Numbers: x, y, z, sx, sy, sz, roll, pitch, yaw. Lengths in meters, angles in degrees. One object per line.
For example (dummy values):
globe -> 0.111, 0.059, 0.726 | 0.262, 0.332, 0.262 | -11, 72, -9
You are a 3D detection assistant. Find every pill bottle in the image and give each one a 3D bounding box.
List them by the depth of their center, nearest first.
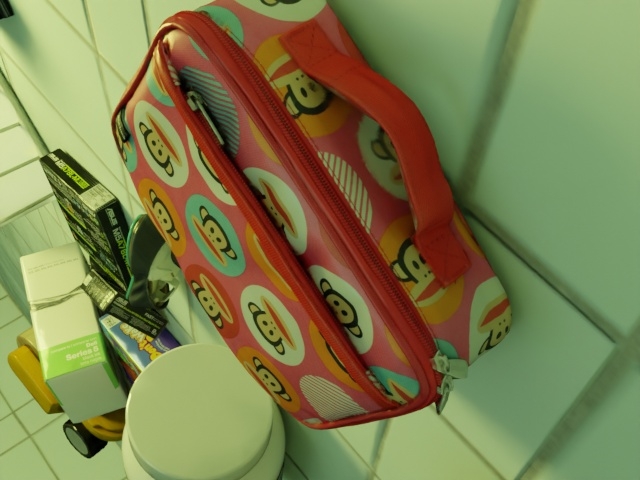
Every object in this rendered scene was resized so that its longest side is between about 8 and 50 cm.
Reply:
pill bottle -> -0.153, 0.292, 1.103 | 0.210, 0.210, 0.362 | 46, 154, 23

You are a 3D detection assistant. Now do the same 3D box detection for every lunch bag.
lunch bag -> -0.007, -0.019, 0.554 | 0.293, 0.120, 0.258 | 57, 149, -1

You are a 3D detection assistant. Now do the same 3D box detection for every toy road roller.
toy road roller -> -0.478, 0.269, 1.725 | 0.329, 0.202, 0.240 | 48, 143, 8

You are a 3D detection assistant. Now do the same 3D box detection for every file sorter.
file sorter -> -0.595, -0.140, 1.353 | 0.193, 0.173, 0.277 | -20, 105, 30

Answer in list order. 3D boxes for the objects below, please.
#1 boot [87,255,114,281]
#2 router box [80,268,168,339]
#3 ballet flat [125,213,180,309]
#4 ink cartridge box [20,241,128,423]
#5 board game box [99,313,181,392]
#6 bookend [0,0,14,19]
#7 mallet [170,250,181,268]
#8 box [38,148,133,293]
boot -> -0.379, 0.081, 1.473 | 0.121, 0.045, 0.099 | 54, 155, 23
router box -> -0.317, 0.104, 1.329 | 0.092, 0.038, 0.122 | 31, 174, 44
ballet flat -> -0.217, 0.036, 1.093 | 0.074, 0.074, 0.203 | 49, 149, 18
ink cartridge box -> -0.458, 0.170, 1.536 | 0.198, 0.115, 0.272 | 88, 161, -56
board game box -> -0.267, 0.292, 1.484 | 0.233, 0.078, 0.347 | 40, 151, 33
bookend -> -0.524, -0.310, 1.118 | 0.156, 0.157, 0.072 | 23, 140, 53
mallet -> -0.167, -0.043, 0.930 | 0.062, 0.039, 0.189 | 13, 128, 53
box -> -0.355, -0.029, 1.292 | 0.191, 0.045, 0.184 | 36, 151, 38
